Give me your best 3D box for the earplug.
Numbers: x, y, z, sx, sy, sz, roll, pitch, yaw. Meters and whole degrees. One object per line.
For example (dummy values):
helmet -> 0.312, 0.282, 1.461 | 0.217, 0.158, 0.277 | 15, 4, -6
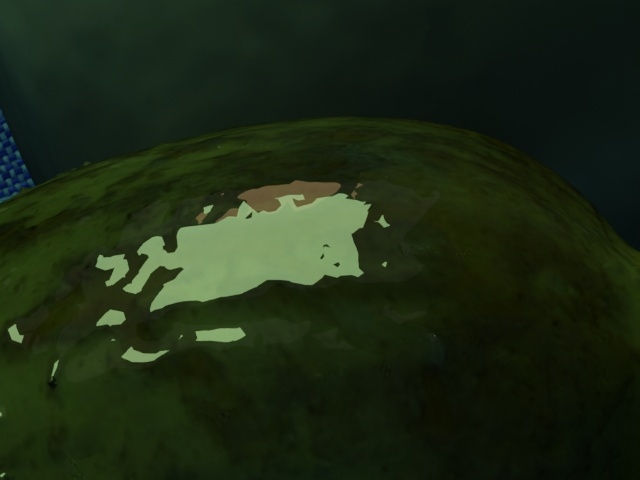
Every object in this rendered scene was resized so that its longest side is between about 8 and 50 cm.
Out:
earplug -> 0.068, -0.105, 0.595 | 0.394, 0.313, 0.312 | -28, 10, -12

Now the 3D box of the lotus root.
lotus root -> -0.027, 0.050, 0.394 | 0.309, 0.173, 0.173 | -17, 11, 18
